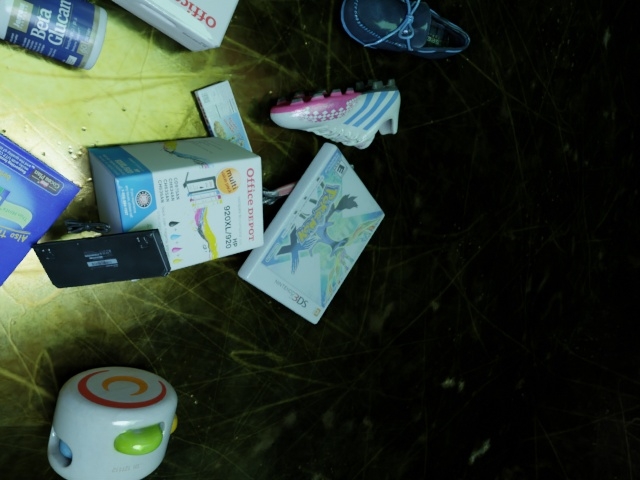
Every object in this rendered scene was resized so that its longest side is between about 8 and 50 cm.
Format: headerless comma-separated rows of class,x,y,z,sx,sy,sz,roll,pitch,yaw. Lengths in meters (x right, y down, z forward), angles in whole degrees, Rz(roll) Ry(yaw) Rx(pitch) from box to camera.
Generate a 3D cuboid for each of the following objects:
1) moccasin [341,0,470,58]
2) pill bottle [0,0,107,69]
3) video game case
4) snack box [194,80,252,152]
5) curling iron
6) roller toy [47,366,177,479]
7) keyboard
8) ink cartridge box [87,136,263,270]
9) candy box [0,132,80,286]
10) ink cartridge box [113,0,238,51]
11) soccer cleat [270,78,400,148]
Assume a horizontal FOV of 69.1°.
moccasin,0.204,-0.491,1.037,0.342,0.117,0.137,-8,108,-35
pill bottle,-0.398,-0.314,0.646,0.169,0.094,0.094,12,96,-39
video game case,0.000,0.000,1.040,0.329,0.036,0.300,-57,142,-9
snack box,-0.178,-0.208,0.892,0.064,0.022,0.178,-31,120,-26
curling iron,-0.027,-0.132,1.013,0.274,0.068,0.035,-25,116,-35
roller toy,-0.358,0.321,0.809,0.191,0.209,0.146,14,95,-4
keyboard,-0.314,0.013,0.663,0.180,0.023,0.108,-7,122,3
ink cartridge box,-0.236,-0.067,0.784,0.233,0.168,0.171,-16,121,-33
candy box,-0.527,-0.027,0.577,0.317,0.122,0.268,-56,147,-11
ink cartridge box,-0.212,-0.473,0.727,0.198,0.115,0.272,23,89,-39
soccer cleat,0.050,-0.255,0.991,0.331,0.116,0.143,-21,116,-31
